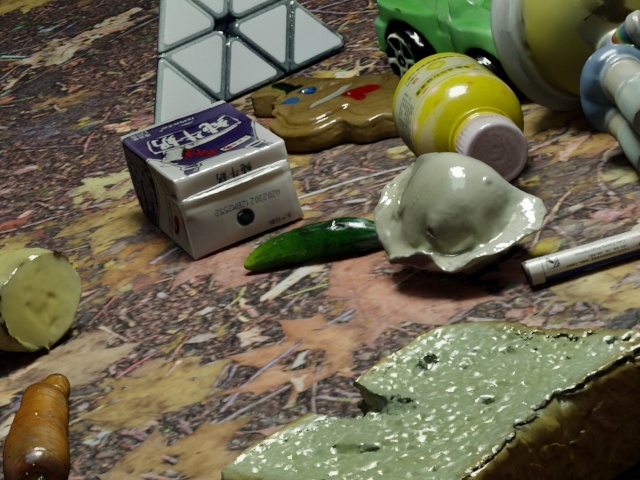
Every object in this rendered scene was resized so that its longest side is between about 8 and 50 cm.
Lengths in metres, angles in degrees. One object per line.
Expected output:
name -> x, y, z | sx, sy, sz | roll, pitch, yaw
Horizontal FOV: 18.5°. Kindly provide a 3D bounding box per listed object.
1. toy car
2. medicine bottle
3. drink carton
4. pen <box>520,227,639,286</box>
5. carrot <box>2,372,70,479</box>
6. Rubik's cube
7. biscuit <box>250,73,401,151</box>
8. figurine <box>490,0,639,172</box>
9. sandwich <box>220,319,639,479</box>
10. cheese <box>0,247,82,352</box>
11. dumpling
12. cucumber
toy car -> 0.200, -0.289, 2.389 | 0.213, 0.176, 0.358 | -26, 23, -22
medicine bottle -> 0.155, -0.118, 2.052 | 0.122, 0.122, 0.212 | -18, 20, -6
drink carton -> -0.122, -0.069, 2.172 | 0.134, 0.102, 0.222 | -19, 22, -15
pen -> 0.283, 0.004, 1.779 | 0.204, 0.025, 0.025 | -16, 20, -1
carrot -> -0.245, 0.164, 1.720 | 0.059, 0.059, 0.248 | -16, 18, 1
Rubik's cube -> -0.152, -0.278, 2.678 | 0.228, 0.229, 0.233 | 48, 16, 28
biscuit -> 0.011, -0.165, 2.402 | 0.183, 0.047, 0.320 | -20, 19, -19
figurine -> 0.291, -0.214, 2.050 | 0.205, 0.224, 0.382 | -13, 21, 1
sandwich -> 0.091, 0.157, 1.425 | 0.273, 0.095, 0.249 | -32, 22, -34
cheese -> -0.331, 0.062, 1.997 | 0.167, 0.094, 0.123 | -1, 34, 45
dumpling -> 0.124, -0.015, 1.850 | 0.188, 0.108, 0.127 | 24, 69, 41
cucumber -> 0.000, 0.000, 1.983 | 0.168, 0.039, 0.039 | -12, 20, 16
